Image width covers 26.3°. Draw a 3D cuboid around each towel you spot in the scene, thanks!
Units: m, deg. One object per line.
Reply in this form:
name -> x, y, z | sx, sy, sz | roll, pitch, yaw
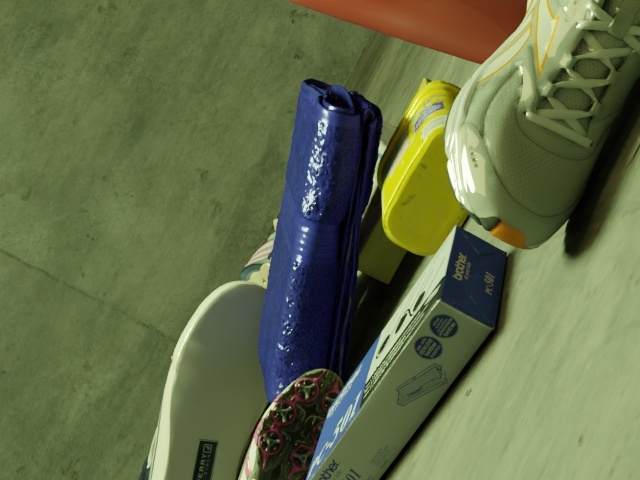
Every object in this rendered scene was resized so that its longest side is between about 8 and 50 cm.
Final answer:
towel -> 0.000, 0.000, 1.377 | 0.228, 0.076, 0.308 | -110, 29, -75

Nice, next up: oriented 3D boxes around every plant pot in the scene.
plant pot -> 0.122, -0.313, 1.374 | 0.275, 0.243, 0.275 | -61, 6, 11

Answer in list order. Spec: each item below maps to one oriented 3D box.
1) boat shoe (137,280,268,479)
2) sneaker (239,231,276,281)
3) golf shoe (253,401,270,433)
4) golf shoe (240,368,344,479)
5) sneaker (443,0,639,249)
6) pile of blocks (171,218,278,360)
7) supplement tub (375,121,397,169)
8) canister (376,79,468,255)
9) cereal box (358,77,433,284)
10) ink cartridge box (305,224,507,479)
boat shoe -> -0.142, 0.206, 1.570 | 0.158, 0.127, 0.341 | -167, 94, -71
sneaker -> -0.050, 0.027, 1.987 | 0.131, 0.112, 0.319 | -65, 7, -1
golf shoe -> -0.115, 0.201, 1.848 | 0.077, 0.093, 0.198 | -63, 4, 7
golf shoe -> -0.037, 0.199, 1.253 | 0.186, 0.067, 0.086 | -62, 4, -1
sneaker -> 0.162, -0.118, 0.848 | 0.262, 0.099, 0.121 | -66, 11, -27
pile of blocks -> -0.034, 0.097, 1.606 | 0.112, 0.149, 0.362 | -15, -29, -48
supplement tub -> 0.064, -0.092, 1.736 | 0.107, 0.071, 0.071 | -58, 7, 31
canister -> 0.103, -0.067, 1.242 | 0.126, 0.073, 0.170 | -61, 7, 17
cereal box -> 0.093, -0.070, 1.464 | 0.173, 0.047, 0.240 | -62, 5, 16
ink cartridge box -> 0.059, 0.096, 0.984 | 0.207, 0.046, 0.097 | -59, 6, 33
